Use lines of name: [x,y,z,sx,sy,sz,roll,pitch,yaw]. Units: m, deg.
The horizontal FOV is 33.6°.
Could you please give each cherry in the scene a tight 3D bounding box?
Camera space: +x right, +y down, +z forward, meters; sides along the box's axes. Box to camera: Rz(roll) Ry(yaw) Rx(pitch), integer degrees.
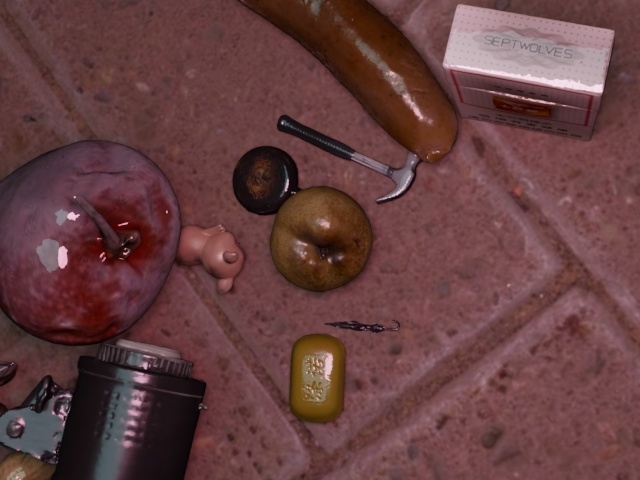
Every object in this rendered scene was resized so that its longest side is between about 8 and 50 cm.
cherry: [-0.378,-0.013,1.646,0.326,0.291,0.335,-49,44,6]

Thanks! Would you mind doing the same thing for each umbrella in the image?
umbrella: [0.065,0.138,1.681,0.122,0.013,0.022,-2,72,12]

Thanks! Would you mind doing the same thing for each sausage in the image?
sausage: [0.036,-0.323,1.675,0.501,0.123,0.136,43,96,11]

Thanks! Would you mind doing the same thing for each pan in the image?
pan: [-0.049,-0.076,1.712,0.212,0.040,0.114,27,96,13]

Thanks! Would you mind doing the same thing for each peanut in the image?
peanut: [-0.471,0.367,1.738,0.187,0.082,0.082,-45,78,4]

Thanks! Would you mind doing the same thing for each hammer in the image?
hammer: [0.036,-0.139,1.708,0.246,0.029,0.103,24,89,14]

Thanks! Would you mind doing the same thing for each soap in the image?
soap: [-0.005,0.217,1.672,0.089,0.045,0.140,2,85,8]

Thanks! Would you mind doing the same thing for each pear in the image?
pear: [0.000,0.000,1.637,0.167,0.136,0.167,-5,116,-11]

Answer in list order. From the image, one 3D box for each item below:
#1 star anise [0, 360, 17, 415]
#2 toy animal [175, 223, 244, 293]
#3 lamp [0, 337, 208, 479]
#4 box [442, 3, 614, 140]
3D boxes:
star anise: [-0.613,0.257,1.769,0.236,0.093,0.229,40,93,10]
toy animal: [-0.183,0.021,1.711,0.150,0.083,0.089,20,67,29]
lamp: [-0.284,0.292,1.639,0.374,0.205,0.272,32,83,-2]
box: [0.296,-0.231,1.506,0.210,0.330,0.095,12,86,12]
